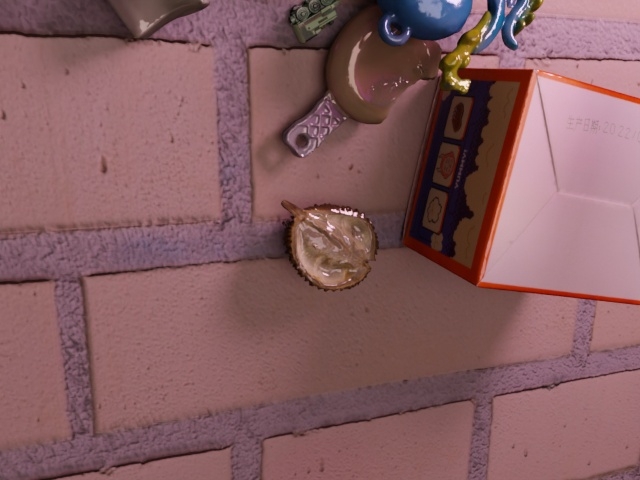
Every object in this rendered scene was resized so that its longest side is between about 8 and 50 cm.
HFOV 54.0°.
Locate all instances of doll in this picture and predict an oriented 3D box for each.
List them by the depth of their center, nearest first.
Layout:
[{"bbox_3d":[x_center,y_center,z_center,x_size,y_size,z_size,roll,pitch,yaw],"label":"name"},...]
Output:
[{"bbox_3d":[0.165,-0.413,0.899,0.346,0.098,0.341,37,70,-12],"label":"doll"}]

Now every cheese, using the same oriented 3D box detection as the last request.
[{"bbox_3d":[0.057,-0.236,0.970,0.286,0.082,0.163,-46,115,-1],"label":"cheese"}]

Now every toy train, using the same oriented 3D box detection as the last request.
[{"bbox_3d":[-0.007,-0.337,0.938,0.083,0.033,0.053,-34,119,-10],"label":"toy train"}]

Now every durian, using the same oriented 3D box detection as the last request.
[{"bbox_3d":[0.000,0.000,1.009,0.188,0.091,0.148,43,75,-23],"label":"durian"}]

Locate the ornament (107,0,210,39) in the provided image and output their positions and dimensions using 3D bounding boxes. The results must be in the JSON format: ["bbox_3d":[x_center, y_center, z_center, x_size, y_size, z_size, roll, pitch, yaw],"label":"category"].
[{"bbox_3d":[-0.157,-0.377,0.816,0.130,0.120,0.285,39,88,-18],"label":"ornament"}]

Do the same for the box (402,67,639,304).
[{"bbox_3d":[0.363,-0.091,1.034,0.348,0.257,0.319,6,101,-22],"label":"box"}]
